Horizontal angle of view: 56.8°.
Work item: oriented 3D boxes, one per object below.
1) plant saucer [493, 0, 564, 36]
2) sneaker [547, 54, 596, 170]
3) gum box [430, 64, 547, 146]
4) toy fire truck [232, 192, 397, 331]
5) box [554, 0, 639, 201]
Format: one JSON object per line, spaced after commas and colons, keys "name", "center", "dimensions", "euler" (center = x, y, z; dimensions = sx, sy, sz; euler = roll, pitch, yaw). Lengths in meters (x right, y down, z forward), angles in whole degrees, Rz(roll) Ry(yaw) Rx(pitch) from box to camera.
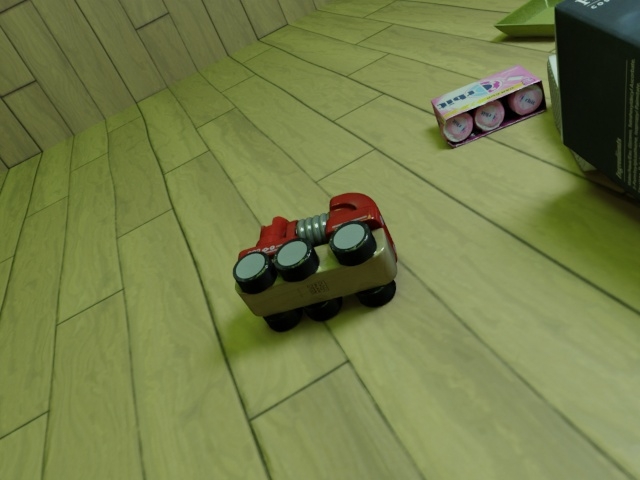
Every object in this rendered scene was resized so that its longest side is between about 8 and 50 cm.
{"name": "plant saucer", "center": [0.530, -0.516, 1.353], "dimensions": [0.188, 0.045, 0.188], "euler": [-36, 32, -18]}
{"name": "sneaker", "center": [0.449, -0.212, 0.906], "dimensions": [0.161, 0.102, 0.282], "euler": [-14, 43, 14]}
{"name": "gum box", "center": [0.303, -0.249, 1.094], "dimensions": [0.188, 0.062, 0.107], "euler": [-21, 30, 8]}
{"name": "toy fire truck", "center": [0.000, 0.000, 0.884], "dimensions": [0.217, 0.158, 0.246], "euler": [-17, 42, 15]}
{"name": "box", "center": [0.484, -0.150, 0.597], "dimensions": [0.293, 0.212, 0.395], "euler": [-27, 41, -1]}
